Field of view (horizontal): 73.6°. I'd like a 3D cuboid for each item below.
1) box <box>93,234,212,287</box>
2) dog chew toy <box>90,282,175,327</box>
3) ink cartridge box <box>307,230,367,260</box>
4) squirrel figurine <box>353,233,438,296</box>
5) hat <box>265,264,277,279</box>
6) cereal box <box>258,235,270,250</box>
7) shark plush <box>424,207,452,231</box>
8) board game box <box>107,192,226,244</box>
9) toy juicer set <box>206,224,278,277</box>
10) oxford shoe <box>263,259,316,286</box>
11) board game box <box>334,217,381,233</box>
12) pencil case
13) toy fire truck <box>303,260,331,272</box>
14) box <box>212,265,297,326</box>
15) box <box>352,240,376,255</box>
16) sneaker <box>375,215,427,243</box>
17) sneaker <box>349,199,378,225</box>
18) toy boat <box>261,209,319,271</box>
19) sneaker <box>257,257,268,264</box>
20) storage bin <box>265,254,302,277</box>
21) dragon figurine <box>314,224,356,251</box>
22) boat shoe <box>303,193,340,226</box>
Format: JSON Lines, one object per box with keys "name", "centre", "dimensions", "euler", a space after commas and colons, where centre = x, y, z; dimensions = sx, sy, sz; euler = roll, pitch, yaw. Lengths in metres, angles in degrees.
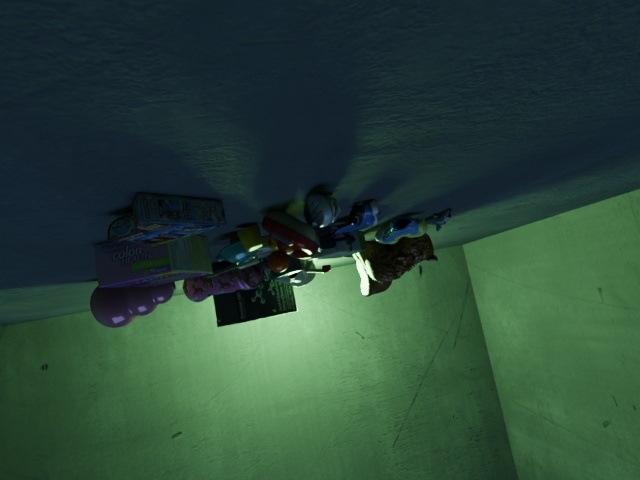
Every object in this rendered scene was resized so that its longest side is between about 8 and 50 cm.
{"name": "box", "centre": [-0.460, 0.057, 1.211], "dimensions": [0.213, 0.117, 0.243], "euler": [-12, 172, 9]}
{"name": "dog chew toy", "centre": [-0.783, 0.238, 1.813], "dimensions": [0.331, 0.207, 0.206], "euler": [-18, 173, -7]}
{"name": "ink cartridge box", "centre": [0.062, 0.019, 1.755], "dimensions": [0.160, 0.093, 0.219], "euler": [-17, 170, 37]}
{"name": "squirrel figurine", "centre": [0.365, 0.069, 1.935], "dimensions": [0.370, 0.281, 0.397], "euler": [-16, 176, -11]}
{"name": "hat", "centre": [-0.227, 0.059, 1.882], "dimensions": [0.173, 0.183, 0.209], "euler": [-20, 138, -49]}
{"name": "cereal box", "centre": [-0.202, 0.027, 1.605], "dimensions": [0.173, 0.047, 0.240], "euler": [-11, 172, -10]}
{"name": "shark plush", "centre": [0.482, -0.087, 1.736], "dimensions": [0.067, 0.073, 0.161], "euler": [21, 171, -9]}
{"name": "board game box", "centre": [-0.333, -0.044, 0.881], "dimensions": [0.194, 0.060, 0.194], "euler": [-14, 171, 22]}
{"name": "toy juicer set", "centre": [-0.231, 0.019, 1.395], "dimensions": [0.209, 0.089, 0.329], "euler": [-15, 167, -42]}
{"name": "oxford shoe", "centre": [-0.118, 0.145, 2.183], "dimensions": [0.130, 0.169, 0.449], "euler": [-16, 166, 24]}
{"name": "board game box", "centre": [0.126, -0.064, 1.480], "dimensions": [0.168, 0.033, 0.133], "euler": [-11, 169, -38]}
{"name": "pencil case", "centre": [-0.457, 0.184, 1.996], "dimensions": [0.386, 0.160, 0.167], "euler": [-16, -156, 29]}
{"name": "toy fire truck", "centre": [-0.054, 0.097, 1.995], "dimensions": [0.192, 0.135, 0.047], "euler": [-11, 172, 1]}
{"name": "box", "centre": [-0.354, 0.275, 2.282], "dimensions": [0.395, 0.294, 0.212], "euler": [-4, 169, -45]}
{"name": "box", "centre": [0.252, 0.049, 2.388], "dimensions": [0.220, 0.051, 0.175], "euler": [-14, 172, 23]}
{"name": "sneaker", "centre": [0.290, -0.052, 1.679], "dimensions": [0.240, 0.091, 0.126], "euler": [-17, 152, 41]}
{"name": "sneaker", "centre": [0.128, -0.073, 1.298], "dimensions": [0.084, 0.058, 0.152], "euler": [-17, 168, 1]}
{"name": "toy boat", "centre": [-0.094, 0.017, 1.174], "dimensions": [0.151, 0.151, 0.231], "euler": [27, 176, 9]}
{"name": "sneaker", "centre": [-0.281, 0.078, 1.792], "dimensions": [0.188, 0.067, 0.078], "euler": [-13, 179, 37]}
{"name": "storage bin", "centre": [-0.137, 0.087, 1.632], "dimensions": [0.135, 0.091, 0.098], "euler": [-23, 170, 41]}
{"name": "dragon figurine", "centre": [0.000, 0.000, 1.533], "dimensions": [0.289, 0.085, 0.144], "euler": [-9, 168, -44]}
{"name": "boat shoe", "centre": [0.010, -0.082, 1.069], "dimensions": [0.075, 0.083, 0.226], "euler": [-20, -174, -11]}
